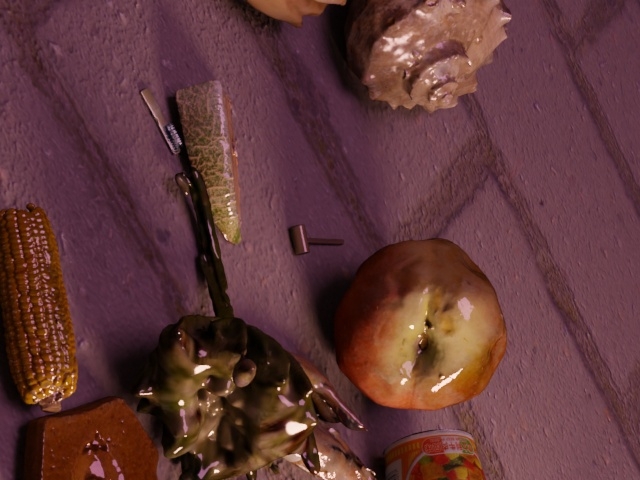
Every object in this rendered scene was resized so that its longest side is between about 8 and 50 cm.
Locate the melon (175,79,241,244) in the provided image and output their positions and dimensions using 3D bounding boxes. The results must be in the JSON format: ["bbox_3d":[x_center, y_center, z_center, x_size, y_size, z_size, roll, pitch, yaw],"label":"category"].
[{"bbox_3d":[-0.119,-0.091,1.877,0.098,0.054,0.182,36,44,-71],"label":"melon"}]

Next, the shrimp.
[{"bbox_3d":[-0.007,0.213,1.884,0.254,0.059,0.145,35,39,-34],"label":"shrimp"}]

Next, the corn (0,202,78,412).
[{"bbox_3d":[-0.278,0.065,1.564,0.068,0.068,0.207,2,74,-54],"label":"corn"}]

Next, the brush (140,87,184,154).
[{"bbox_3d":[-0.180,-0.137,1.840,0.084,0.013,0.016,61,38,-12],"label":"brush"}]

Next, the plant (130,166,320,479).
[{"bbox_3d":[-0.078,0.104,1.746,0.333,0.180,0.251,-77,158,-48],"label":"plant"}]

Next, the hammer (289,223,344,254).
[{"bbox_3d":[0.000,0.000,2.021,0.110,0.019,0.036,2,74,-56],"label":"hammer"}]

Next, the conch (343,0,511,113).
[{"bbox_3d":[0.161,-0.325,2.242,0.297,0.210,0.352,43,44,-56],"label":"conch"}]

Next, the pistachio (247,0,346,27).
[{"bbox_3d":[-0.065,-0.394,1.983,0.293,0.162,0.181,49,30,-29],"label":"pistachio"}]

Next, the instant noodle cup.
[{"bbox_3d":[0.148,0.336,1.966,0.168,0.168,0.185,24,49,-47],"label":"instant noodle cup"}]

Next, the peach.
[{"bbox_3d":[0.128,0.099,1.986,0.214,0.214,0.235,63,16,-12],"label":"peach"}]

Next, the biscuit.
[{"bbox_3d":[-0.214,0.267,1.587,0.182,0.034,0.215,-12,83,-57],"label":"biscuit"}]
